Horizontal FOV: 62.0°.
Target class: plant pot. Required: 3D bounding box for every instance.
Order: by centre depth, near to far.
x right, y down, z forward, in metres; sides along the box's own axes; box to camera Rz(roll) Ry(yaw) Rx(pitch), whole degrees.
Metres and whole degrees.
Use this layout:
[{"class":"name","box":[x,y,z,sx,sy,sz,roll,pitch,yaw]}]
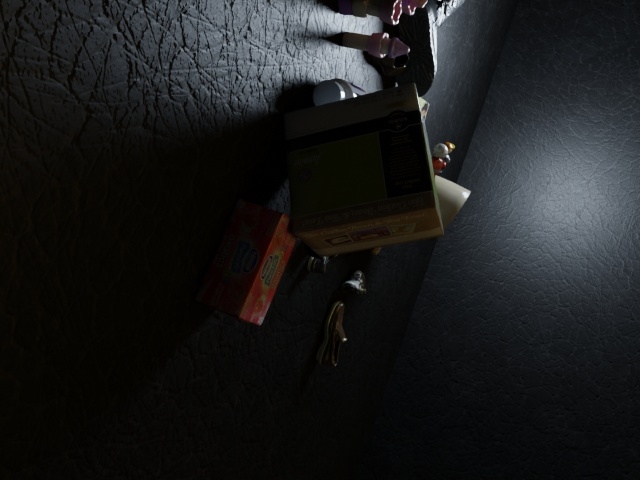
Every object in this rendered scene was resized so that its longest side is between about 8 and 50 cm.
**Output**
[{"class":"plant pot","box":[0.441,-0.180,2.245,0.256,0.274,0.256,-53,174,-8]}]

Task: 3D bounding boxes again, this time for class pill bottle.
[{"class":"pill bottle","box":[0.056,-0.378,1.443,0.193,0.108,0.108,-11,117,-65]}]

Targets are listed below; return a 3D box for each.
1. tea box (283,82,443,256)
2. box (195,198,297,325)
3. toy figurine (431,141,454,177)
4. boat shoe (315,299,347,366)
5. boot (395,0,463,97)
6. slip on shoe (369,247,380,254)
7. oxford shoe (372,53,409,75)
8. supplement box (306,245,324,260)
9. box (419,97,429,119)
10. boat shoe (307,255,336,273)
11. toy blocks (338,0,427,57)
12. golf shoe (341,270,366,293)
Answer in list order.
[{"class":"tea box","box":[0.107,-0.159,1.301,0.220,0.328,0.324,45,38,-66]},{"class":"box","box":[-0.164,0.051,1.234,0.257,0.128,0.122,-67,158,-9]},{"class":"toy figurine","box":[0.433,-0.368,2.194,0.209,0.213,0.148,-31,145,-58]},{"class":"boat shoe","box":[0.062,0.361,2.044,0.095,0.095,0.258,-6,112,-66]},{"class":"boot","box":[0.413,-0.791,1.948,0.367,0.146,0.445,85,27,-48]},{"class":"slip on shoe","box":[0.243,-0.006,2.255,0.041,0.051,0.135,30,85,-56]},{"class":"oxford shoe","box":[0.248,-0.585,1.754,0.227,0.096,0.083,-16,120,-66]},{"class":"supplement box","box":[0.000,0.000,1.672,0.083,0.056,0.083,-54,152,-36]},{"class":"box","box":[0.377,-0.533,2.143,0.232,0.058,0.087,-11,118,-64]},{"class":"boat shoe","box":[0.030,0.047,1.767,0.206,0.065,0.075,-46,146,-47]},{"class":"toy blocks","box":[0.212,-0.669,1.382,0.289,0.260,0.309,-59,155,-28]},{"class":"golf shoe","box":[0.131,0.162,2.105,0.198,0.077,0.094,25,69,-72]}]
